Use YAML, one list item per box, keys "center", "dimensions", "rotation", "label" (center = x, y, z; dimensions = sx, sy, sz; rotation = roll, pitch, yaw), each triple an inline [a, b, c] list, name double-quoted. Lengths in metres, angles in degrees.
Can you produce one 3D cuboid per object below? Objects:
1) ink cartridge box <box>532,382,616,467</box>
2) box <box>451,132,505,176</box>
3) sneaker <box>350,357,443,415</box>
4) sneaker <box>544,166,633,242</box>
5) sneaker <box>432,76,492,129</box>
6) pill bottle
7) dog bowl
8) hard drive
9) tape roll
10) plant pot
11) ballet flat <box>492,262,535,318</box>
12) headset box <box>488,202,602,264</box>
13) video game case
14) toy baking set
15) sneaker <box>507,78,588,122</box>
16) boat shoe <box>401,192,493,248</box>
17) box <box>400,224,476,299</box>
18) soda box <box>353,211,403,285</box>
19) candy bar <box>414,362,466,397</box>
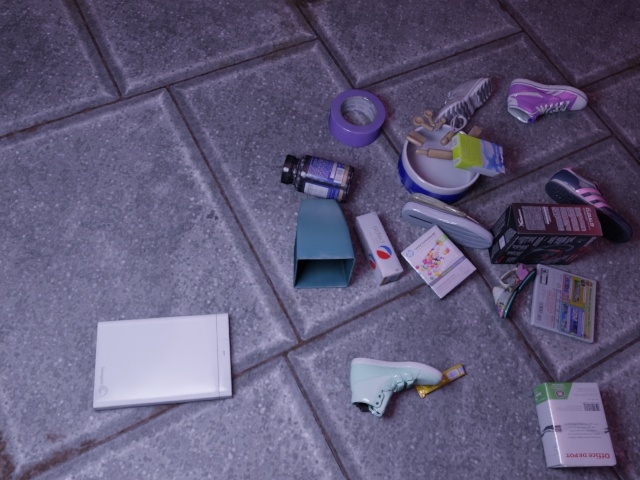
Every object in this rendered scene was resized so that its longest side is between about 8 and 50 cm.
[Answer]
- center: [0.693, 0.508, 1.587]
  dimensions: [0.160, 0.093, 0.220]
  rotation: [2, 64, -6]
  label: "ink cartridge box"
- center: [0.507, -0.272, 1.854]
  dimensions: [0.178, 0.042, 0.109]
  rotation: [11, 67, -24]
  label: "box"
- center: [0.205, 0.411, 1.573]
  dimensions: [0.255, 0.094, 0.151]
  rotation: [4, 57, 6]
  label: "sneaker"
- center: [0.917, -0.130, 1.925]
  dimensions: [0.319, 0.112, 0.131]
  rotation: [42, 69, 12]
  label: "sneaker"
- center: [0.493, -0.486, 2.077]
  dimensions: [0.281, 0.105, 0.115]
  rotation: [-40, 40, -19]
  label: "sneaker"
- center: [-0.010, -0.202, 1.838]
  dimensions: [0.219, 0.123, 0.123]
  rotation: [15, 63, 0]
  label: "pill bottle"
- center: [0.394, -0.253, 1.925]
  dimensions: [0.264, 0.104, 0.265]
  rotation: [3, 63, -6]
  label: "dog bowl"
- center: [-0.422, 0.323, 1.566]
  dimensions: [0.352, 0.047, 0.233]
  rotation: [-3, 64, -8]
  label: "hard drive"
- center: [0.124, -0.422, 1.989]
  dimensions: [0.188, 0.080, 0.189]
  rotation: [3, 63, -6]
  label: "tape roll"
- center: [0.000, 0.000, 1.724]
  dimensions: [0.165, 0.166, 0.234]
  rotation: [0, 56, -7]
  label: "plant pot"
- center: [0.579, 0.149, 1.772]
  dimensions: [0.079, 0.077, 0.221]
  rotation: [27, 57, 27]
  label: "ballet flat"
- center: [0.693, -0.015, 1.779]
  dimensions: [0.293, 0.218, 0.110]
  rotation: [1, 63, -6]
  label: "headset box"
- center: [0.754, 0.194, 1.792]
  dimensions: [0.193, 0.023, 0.213]
  rotation: [17, 62, 2]
  label: "video game case"
- center: [0.409, -0.346, 1.896]
  dimensions: [0.256, 0.030, 0.197]
  rotation: [10, 63, -3]
  label: "toy baking set"
- center: [0.820, -0.482, 2.103]
  dimensions: [0.281, 0.102, 0.161]
  rotation: [12, 66, 11]
  label: "sneaker"
- center: [0.410, -0.070, 1.836]
  dimensions: [0.302, 0.109, 0.094]
  rotation: [24, 61, 8]
  label: "boat shoe"
- center: [0.361, 0.067, 1.778]
  dimensions: [0.145, 0.038, 0.186]
  rotation: [-38, 72, -5]
  label: "box"
- center: [0.175, 0.024, 1.774]
  dimensions: [0.069, 0.074, 0.216]
  rotation: [-17, 67, -15]
  label: "soda box"
- center: [0.344, 0.395, 1.642]
  dimensions: [0.161, 0.018, 0.040]
  rotation: [-22, 72, -17]
  label: "candy bar"
